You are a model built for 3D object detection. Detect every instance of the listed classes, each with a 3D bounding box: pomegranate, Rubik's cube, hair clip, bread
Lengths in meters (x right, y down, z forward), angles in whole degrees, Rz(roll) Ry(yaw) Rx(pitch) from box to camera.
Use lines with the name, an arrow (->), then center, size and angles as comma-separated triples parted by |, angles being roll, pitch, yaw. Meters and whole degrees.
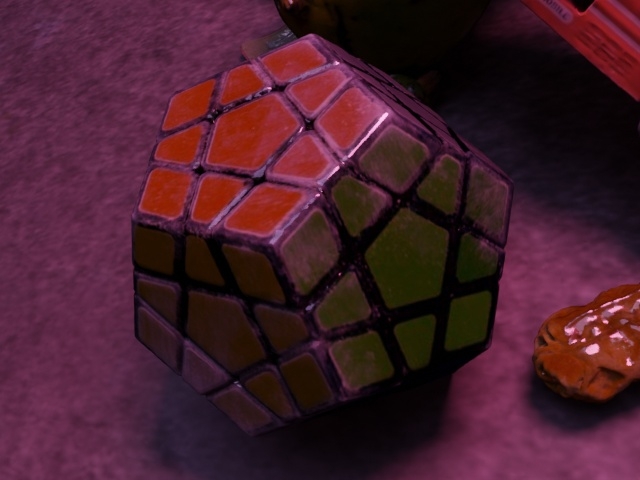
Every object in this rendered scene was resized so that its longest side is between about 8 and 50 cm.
pomegranate -> 0.093, -0.310, 0.830 | 0.341, 0.260, 0.260 | -17, 45, -27
Rubik's cube -> 0.000, 0.000, 0.609 | 0.319, 0.319, 0.264 | -21, 76, 8
pomegranate -> 0.094, -0.143, 0.802 | 0.085, 0.073, 0.073 | -16, 51, 2
hair clip -> -0.039, -0.272, 0.981 | 0.137, 0.022, 0.054 | -34, 51, -3
bread -> 0.334, 0.028, 0.570 | 0.368, 0.077, 0.084 | -25, 52, 6

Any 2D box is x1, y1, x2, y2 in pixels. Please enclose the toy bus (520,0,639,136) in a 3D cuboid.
toy bus -> 0.268, -0.236, 0.569 | 0.427, 0.233, 0.203 | 43, 44, 5
